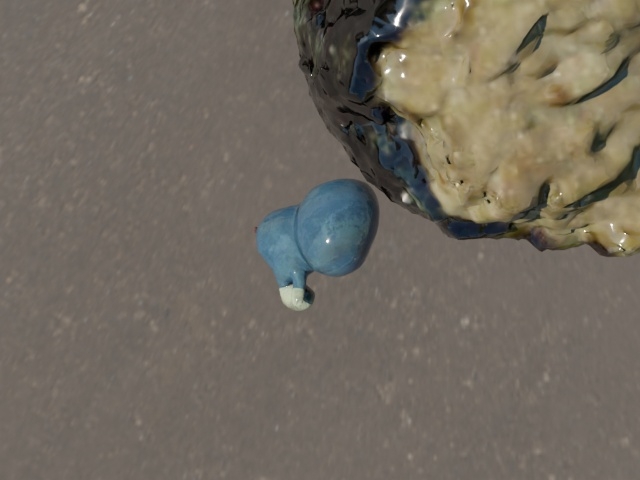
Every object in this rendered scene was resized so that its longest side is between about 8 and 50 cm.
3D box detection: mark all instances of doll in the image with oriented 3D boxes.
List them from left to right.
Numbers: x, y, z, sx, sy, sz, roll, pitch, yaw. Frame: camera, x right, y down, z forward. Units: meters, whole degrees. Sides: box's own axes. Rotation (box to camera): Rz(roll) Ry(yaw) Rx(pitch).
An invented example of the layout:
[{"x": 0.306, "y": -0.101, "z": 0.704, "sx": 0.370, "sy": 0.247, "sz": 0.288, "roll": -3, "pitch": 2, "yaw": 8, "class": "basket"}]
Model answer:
[{"x": 0.000, "y": 0.000, "z": 0.838, "sx": 0.083, "sy": 0.076, "sz": 0.050, "roll": -25, "pitch": 132, "yaw": 39, "class": "doll"}]

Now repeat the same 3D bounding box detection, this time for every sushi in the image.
[{"x": 0.160, "y": -0.120, "z": 0.647, "sx": 0.350, "sy": 0.171, "sz": 0.211, "roll": -20, "pitch": 128, "yaw": -9, "class": "sushi"}]
